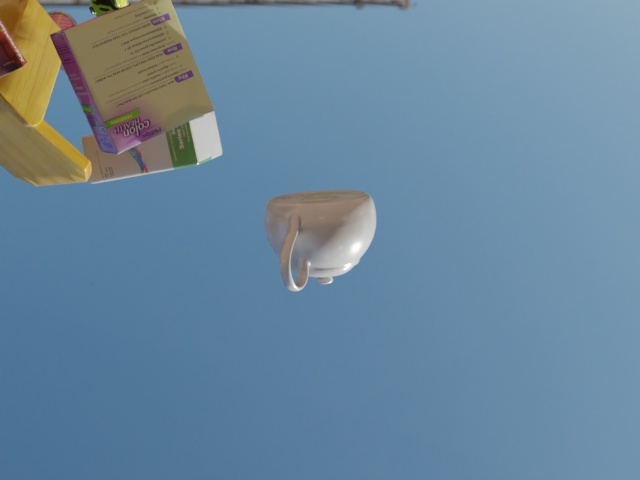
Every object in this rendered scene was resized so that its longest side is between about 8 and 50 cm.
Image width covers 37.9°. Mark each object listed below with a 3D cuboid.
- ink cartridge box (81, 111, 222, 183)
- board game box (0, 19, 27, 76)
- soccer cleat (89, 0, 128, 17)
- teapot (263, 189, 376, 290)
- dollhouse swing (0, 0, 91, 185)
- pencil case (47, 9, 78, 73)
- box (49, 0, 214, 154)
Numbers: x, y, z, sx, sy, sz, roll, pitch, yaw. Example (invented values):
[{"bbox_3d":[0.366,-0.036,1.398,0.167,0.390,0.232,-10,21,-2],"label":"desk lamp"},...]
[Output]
[{"bbox_3d":[-0.402,-0.226,2.234,0.278,0.117,0.201,-9,-169,13],"label":"ink cartridge box"},{"bbox_3d":[-0.669,-0.311,1.616,0.281,0.145,0.027,-22,-153,11],"label":"board game box"},{"bbox_3d":[-0.457,-0.580,2.006,0.093,0.289,0.121,7,-138,26],"label":"soccer cleat"},{"bbox_3d":[0.000,0.000,1.939,0.256,0.187,0.252,-6,-170,-20],"label":"teapot"},{"bbox_3d":[-0.652,-0.325,2.069,0.346,0.315,0.305,-1,159,42],"label":"dollhouse swing"},{"bbox_3d":[-0.545,-0.416,2.105,0.124,0.113,0.273,53,-178,15],"label":"pencil case"},{"bbox_3d":[-0.356,-0.318,1.773,0.213,0.243,0.117,-29,-161,-22],"label":"box"}]
